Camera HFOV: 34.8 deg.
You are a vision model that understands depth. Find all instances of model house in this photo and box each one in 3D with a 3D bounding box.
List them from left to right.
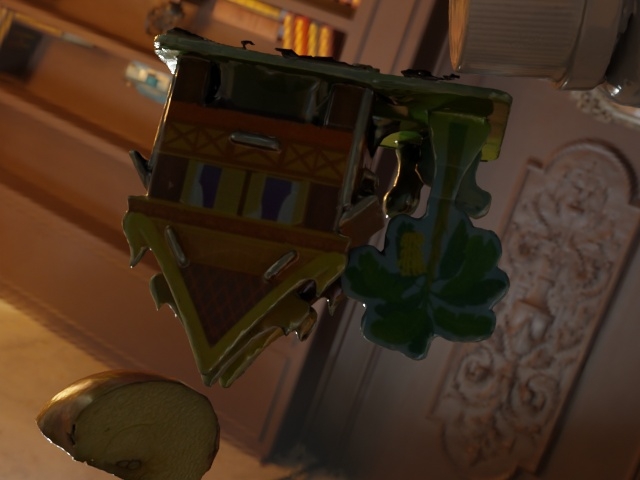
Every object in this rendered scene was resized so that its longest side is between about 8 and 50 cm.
[{"bbox_3d":[0.000,0.000,0.978,0.358,0.312,0.242,11,174,6],"label":"model house"}]

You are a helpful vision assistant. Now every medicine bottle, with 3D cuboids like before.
[{"bbox_3d":[0.261,-0.224,0.793,0.307,0.245,0.245,2,-168,1],"label":"medicine bottle"}]

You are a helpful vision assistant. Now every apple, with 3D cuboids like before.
[{"bbox_3d":[-0.314,0.325,1.729,0.254,0.179,0.346,-10,146,30],"label":"apple"}]
